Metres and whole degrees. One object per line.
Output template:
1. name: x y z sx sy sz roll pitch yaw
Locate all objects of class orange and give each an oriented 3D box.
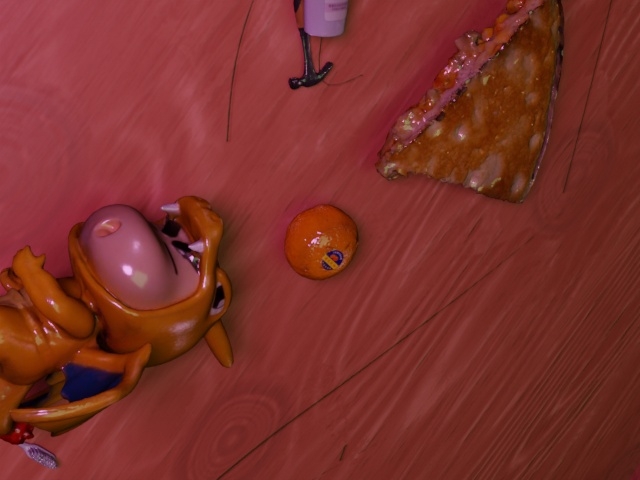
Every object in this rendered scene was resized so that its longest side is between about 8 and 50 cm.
1. orange: 0.000 0.002 1.199 0.135 0.117 0.136 -10 124 -15

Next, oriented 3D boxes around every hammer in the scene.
1. hammer: -0.024 -0.344 1.104 0.078 0.021 0.201 -19 118 -23

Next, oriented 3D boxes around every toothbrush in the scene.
1. toothbrush: -0.532 0.260 1.045 0.354 0.029 0.024 47 69 -34

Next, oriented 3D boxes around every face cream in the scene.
1. face cream: 0.014 -0.406 1.030 0.084 0.057 0.198 -22 132 -36

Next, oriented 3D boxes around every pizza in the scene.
1. pizza: 0.257 -0.229 1.250 0.406 0.130 0.440 -20 128 -21

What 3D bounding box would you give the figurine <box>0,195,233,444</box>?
1. figurine: -0.322 0.115 0.983 0.387 0.401 0.268 -19 80 -30
